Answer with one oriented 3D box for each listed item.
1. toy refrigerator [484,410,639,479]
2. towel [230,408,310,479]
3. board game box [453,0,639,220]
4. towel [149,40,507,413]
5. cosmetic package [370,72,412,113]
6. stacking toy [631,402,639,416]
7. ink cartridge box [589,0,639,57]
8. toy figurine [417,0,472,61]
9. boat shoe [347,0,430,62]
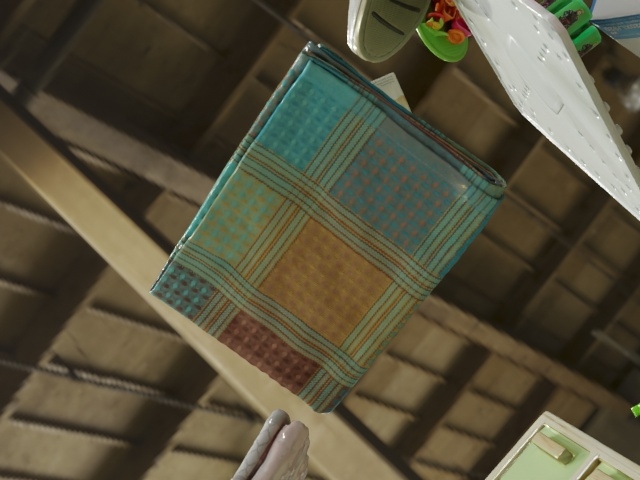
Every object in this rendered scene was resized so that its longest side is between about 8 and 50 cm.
[{"bbox_3d":[0.225,0.226,1.017,0.094,0.269,0.102,44,-95,-17],"label":"toy refrigerator"},{"bbox_3d":[-0.116,0.376,1.414,0.317,0.053,0.332,-52,-20,-32],"label":"towel"},{"bbox_3d":[0.286,-0.222,1.659,0.050,0.390,0.390,-37,-51,1],"label":"board game box"},{"bbox_3d":[0.000,0.000,1.478,0.370,0.271,0.040,-54,1,26],"label":"towel"},{"bbox_3d":[0.086,-0.141,1.626,0.060,0.115,0.041,-24,-9,-3],"label":"cosmetic package"},{"bbox_3d":[0.664,0.308,2.229,0.221,0.167,0.052,-32,-10,26],"label":"stacking toy"},{"bbox_3d":[0.487,-0.299,1.632,0.233,0.168,0.171,27,-104,-31],"label":"ink cartridge box"},{"bbox_3d":[0.224,-0.374,2.000,0.173,0.130,0.159,36,-41,-29],"label":"toy figurine"},{"bbox_3d":[0.097,-0.398,1.846,0.113,0.103,0.302,18,-88,-42],"label":"boat shoe"}]
